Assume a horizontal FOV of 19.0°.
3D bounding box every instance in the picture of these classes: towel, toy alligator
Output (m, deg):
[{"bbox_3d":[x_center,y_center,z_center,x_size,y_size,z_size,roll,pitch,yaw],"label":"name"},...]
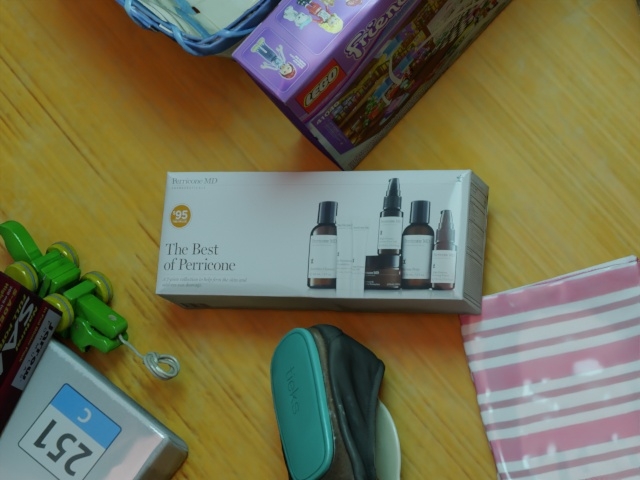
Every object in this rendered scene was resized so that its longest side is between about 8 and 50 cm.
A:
[{"bbox_3d":[0.185,0.120,1.365,0.144,0.029,0.197,-16,75,11],"label":"towel"},{"bbox_3d":[-0.185,0.058,1.460,0.189,0.056,0.051,41,131,17],"label":"toy alligator"}]

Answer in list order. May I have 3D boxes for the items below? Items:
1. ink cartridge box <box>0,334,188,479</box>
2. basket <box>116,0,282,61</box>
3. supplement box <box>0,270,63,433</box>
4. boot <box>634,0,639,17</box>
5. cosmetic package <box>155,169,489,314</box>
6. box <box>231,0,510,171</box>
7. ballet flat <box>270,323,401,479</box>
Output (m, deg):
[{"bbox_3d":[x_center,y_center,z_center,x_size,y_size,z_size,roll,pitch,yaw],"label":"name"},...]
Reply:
[{"bbox_3d":[-0.292,0.169,1.452,0.296,0.066,0.261,36,87,18],"label":"ink cartridge box"},{"bbox_3d":[-0.100,-0.262,1.381,0.255,0.289,0.201,43,95,15],"label":"basket"},{"bbox_3d":[-0.270,0.067,1.310,0.073,0.239,0.130,25,83,15],"label":"supplement box"},{"bbox_3d":[0.255,-0.183,1.342,0.077,0.165,0.213,-24,72,8],"label":"boot"},{"bbox_3d":[0.000,0.000,1.408,0.239,0.060,0.099,0,76,20],"label":"cosmetic package"},{"bbox_3d":[0.078,-0.193,1.370,0.057,0.201,0.293,43,90,18],"label":"box"},{"bbox_3d":[0.020,0.185,1.326,0.095,0.096,0.280,-36,42,44],"label":"ballet flat"}]
